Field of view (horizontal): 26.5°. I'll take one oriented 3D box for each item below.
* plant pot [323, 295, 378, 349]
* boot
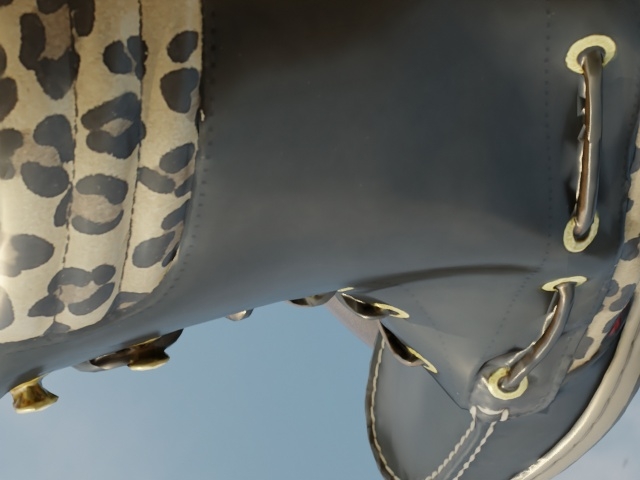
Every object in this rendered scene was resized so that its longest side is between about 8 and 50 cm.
[{"bbox_3d":[0.101,0.026,1.114,0.215,0.215,0.230,-23,-144,-6],"label":"plant pot"},{"bbox_3d":[0.000,0.000,0.504,0.284,0.377,0.138,-8,-123,-24],"label":"boot"}]
